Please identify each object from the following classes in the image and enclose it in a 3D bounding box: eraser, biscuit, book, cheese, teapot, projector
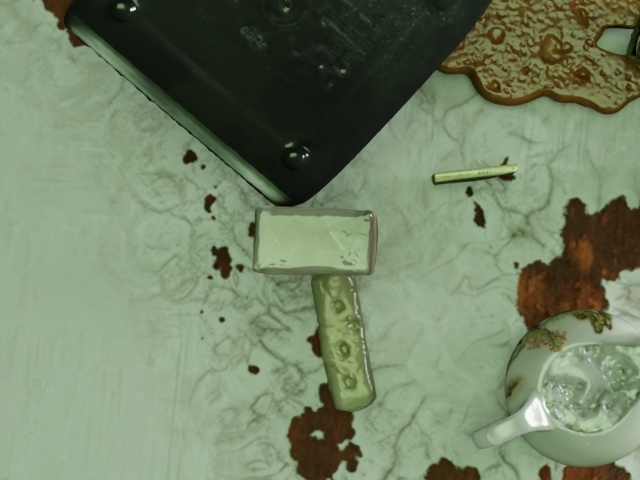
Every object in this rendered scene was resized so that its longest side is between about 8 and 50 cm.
[{"bbox_3d":[0.000,0.000,1.778,0.144,0.343,0.078,2,91,2],"label":"eraser"},{"bbox_3d":[0.288,-0.279,1.935,0.334,0.047,0.202,5,86,1],"label":"biscuit"},{"bbox_3d":[0.204,-0.087,1.909,0.111,0.077,0.014,-7,89,2],"label":"book"},{"bbox_3d":[0.030,0.133,1.917,0.065,0.043,0.194,-11,91,6],"label":"cheese"},{"bbox_3d":[0.333,0.197,1.855,0.298,0.139,0.204,-31,88,0],"label":"teapot"},{"bbox_3d":[-0.044,-0.313,1.775,0.395,0.242,0.405,40,103,-14],"label":"projector"}]

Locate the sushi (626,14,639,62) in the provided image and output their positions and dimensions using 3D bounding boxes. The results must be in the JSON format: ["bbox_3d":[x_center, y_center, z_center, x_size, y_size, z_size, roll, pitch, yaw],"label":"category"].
[{"bbox_3d":[0.538,-0.213,1.862,0.291,0.131,0.139,24,84,-3],"label":"sushi"}]
